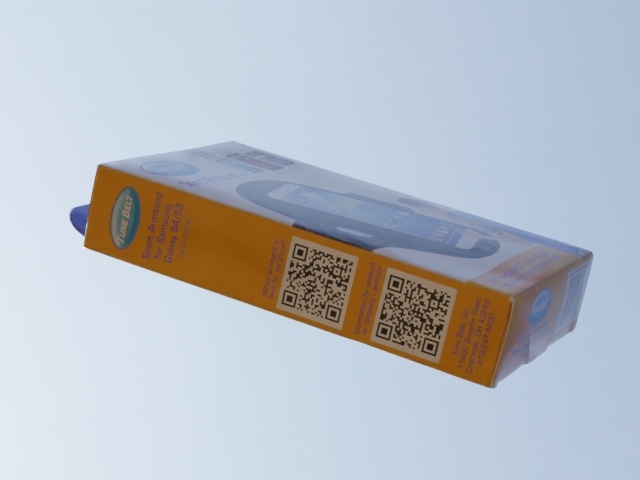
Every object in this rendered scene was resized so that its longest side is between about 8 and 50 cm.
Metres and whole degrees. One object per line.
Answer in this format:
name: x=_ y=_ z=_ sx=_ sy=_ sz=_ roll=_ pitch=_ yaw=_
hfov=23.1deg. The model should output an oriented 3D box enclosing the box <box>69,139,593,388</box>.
box: x=0.000 y=0.000 z=0.435 sx=0.136 sy=0.081 sz=0.028 roll=20 pitch=-75 yaw=20
